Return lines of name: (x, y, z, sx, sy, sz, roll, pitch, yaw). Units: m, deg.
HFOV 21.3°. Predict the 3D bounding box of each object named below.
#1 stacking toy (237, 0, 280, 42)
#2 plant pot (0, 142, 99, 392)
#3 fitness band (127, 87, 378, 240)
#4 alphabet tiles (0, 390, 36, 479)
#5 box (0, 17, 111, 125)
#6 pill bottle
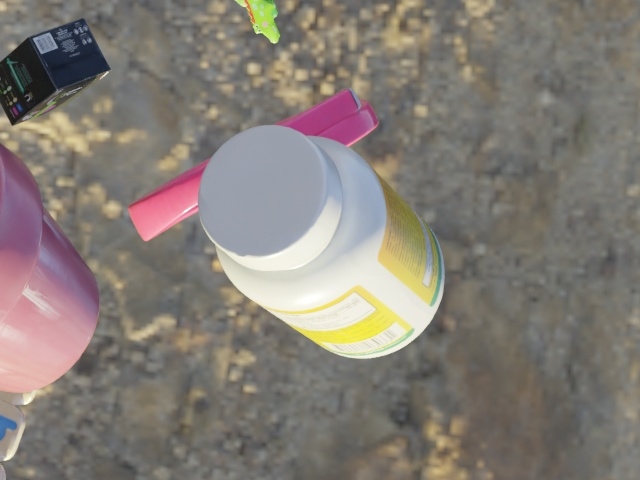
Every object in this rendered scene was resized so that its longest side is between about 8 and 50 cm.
stacking toy: (-0.105, -0.268, 1.386, 0.221, 0.052, 0.167, 60, 4, -20)
plant pot: (-0.278, 0.031, 1.359, 0.180, 0.201, 0.201, 43, 60, -50)
fitness band: (-0.069, -0.082, 1.745, 0.291, 0.209, 0.054, -32, 99, -41)
alphabet tiles: (-0.405, 0.140, 1.656, 0.284, 0.278, 0.021, -70, 160, 2)
box: (-0.228, -0.140, 1.420, 0.062, 0.083, 0.052, -27, 89, -41)
pill bottle: (0.000, 0.000, 1.125, 0.208, 0.118, 0.117, 38, 63, -63)
